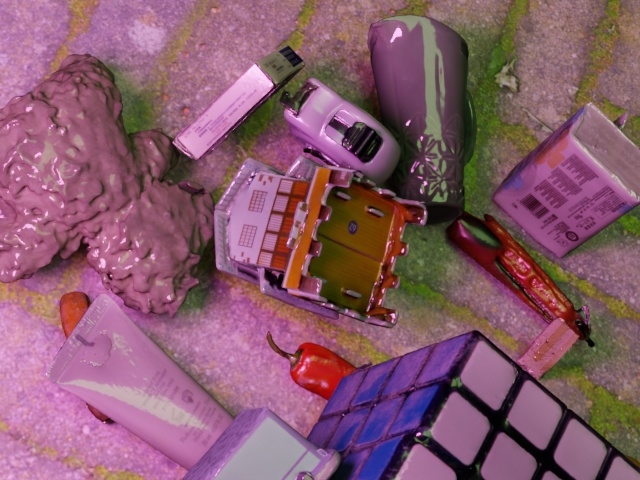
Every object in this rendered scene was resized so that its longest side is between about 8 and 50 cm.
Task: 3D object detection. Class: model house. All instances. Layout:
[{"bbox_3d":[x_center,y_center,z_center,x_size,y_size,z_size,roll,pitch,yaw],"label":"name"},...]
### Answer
[{"bbox_3d":[0.000,0.000,1.939,0.224,0.215,0.198,21,84,-47],"label":"model house"}]

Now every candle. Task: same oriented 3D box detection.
[{"bbox_3d":[0.320,0.062,2.193,0.302,0.059,0.084,45,68,3],"label":"candle"}]

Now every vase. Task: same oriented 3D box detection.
[{"bbox_3d":[0.171,-0.179,2.199,0.251,0.156,0.301,18,63,-46],"label":"vase"}]

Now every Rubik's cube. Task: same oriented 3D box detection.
[{"bbox_3d":[0.154,0.367,1.778,0.343,0.344,0.337,39,60,-12],"label":"Rubik's cube"}]

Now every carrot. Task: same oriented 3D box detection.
[{"bbox_3d":[-0.304,0.151,1.855,0.060,0.060,0.186,-14,73,-30],"label":"carrot"}]

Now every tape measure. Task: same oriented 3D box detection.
[{"bbox_3d":[0.028,-0.146,2.070,0.178,0.196,0.105,34,85,12],"label":"tape measure"}]

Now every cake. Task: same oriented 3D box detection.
[{"bbox_3d":[0.350,0.162,2.120,0.052,0.121,0.065,42,64,7],"label":"cake"}]

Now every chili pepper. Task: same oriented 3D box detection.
[{"bbox_3d":[0.031,0.208,1.983,0.272,0.071,0.063,36,17,-11],"label":"chili pepper"}]

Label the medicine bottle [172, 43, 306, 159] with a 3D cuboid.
[{"bbox_3d":[-0.111,-0.198,2.002,0.052,0.171,0.201,48,20,-4],"label":"medicine bottle"}]

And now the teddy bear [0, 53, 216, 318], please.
[{"bbox_3d":[-0.315,-0.047,1.890,0.357,0.224,0.367,-44,104,-35],"label":"teddy bear"}]

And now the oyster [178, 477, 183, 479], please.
[{"bbox_3d":[-0.225,0.412,1.705,0.201,0.107,0.354,35,39,-12],"label":"oyster"}]

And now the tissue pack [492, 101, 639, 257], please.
[{"bbox_3d":[0.413,-0.105,2.211,0.159,0.229,0.145,41,56,-2],"label":"tissue pack"}]

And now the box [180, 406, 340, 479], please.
[{"bbox_3d":[-0.078,0.295,1.711,0.130,0.227,0.162,43,74,-4],"label":"box"}]

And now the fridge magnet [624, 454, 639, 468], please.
[{"bbox_3d":[0.449,0.390,2.091,0.143,0.063,0.143,10,64,-22],"label":"fridge magnet"}]

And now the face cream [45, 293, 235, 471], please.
[{"bbox_3d":[-0.202,0.215,1.820,0.314,0.089,0.143,43,56,-17],"label":"face cream"}]
